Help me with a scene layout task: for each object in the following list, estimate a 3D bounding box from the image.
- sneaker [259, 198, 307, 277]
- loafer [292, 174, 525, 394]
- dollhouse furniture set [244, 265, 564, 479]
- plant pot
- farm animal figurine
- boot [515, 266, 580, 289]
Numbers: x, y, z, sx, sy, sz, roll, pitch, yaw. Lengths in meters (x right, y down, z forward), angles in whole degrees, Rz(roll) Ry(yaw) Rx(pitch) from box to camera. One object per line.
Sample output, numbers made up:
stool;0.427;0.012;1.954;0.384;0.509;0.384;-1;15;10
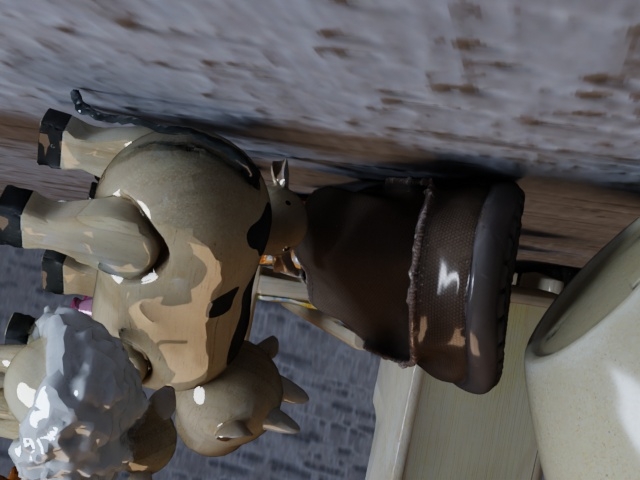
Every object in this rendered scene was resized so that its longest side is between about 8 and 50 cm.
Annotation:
sneaker;0.000;0.000;1.071;0.215;0.084;0.083;17;-179;13
loafer;0.043;0.025;0.832;0.130;0.133;0.366;8;177;-6
dollhouse furniture set;0.070;0.139;1.273;0.362;0.256;0.394;10;-175;-23
plant pot;0.224;0.085;0.671;0.191;0.284;0.284;43;174;-3
farm animal figurine;-0.084;0.038;0.743;0.172;0.330;0.326;10;149;1
boot;0.355;0.113;1.709;0.348;0.131;0.260;10;176;-26
